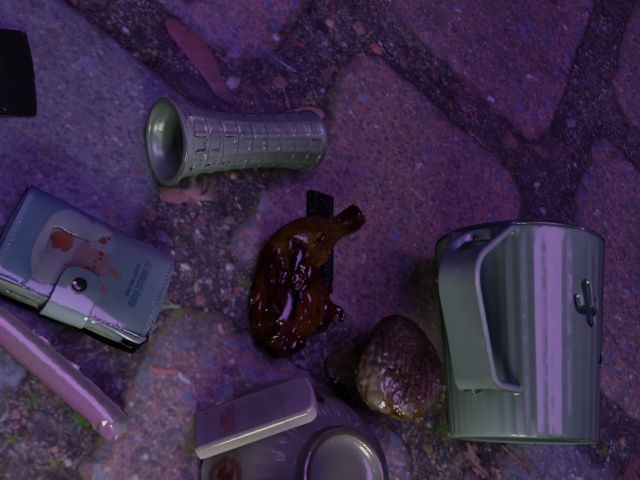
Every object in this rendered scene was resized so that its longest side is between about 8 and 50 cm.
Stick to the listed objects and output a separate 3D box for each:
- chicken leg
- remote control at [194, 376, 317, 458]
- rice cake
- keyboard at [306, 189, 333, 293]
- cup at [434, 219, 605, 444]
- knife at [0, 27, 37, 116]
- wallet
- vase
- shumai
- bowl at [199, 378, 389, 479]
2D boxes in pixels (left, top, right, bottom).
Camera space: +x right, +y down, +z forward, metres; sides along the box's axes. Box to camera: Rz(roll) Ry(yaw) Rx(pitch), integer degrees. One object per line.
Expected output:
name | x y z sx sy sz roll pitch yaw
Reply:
chicken leg | -0.019 0.055 1.319 0.178 0.083 0.322 23 65 -25
remote control | -0.097 0.263 1.140 0.190 0.087 0.029 -20 120 1
rice cake | -0.373 0.182 1.065 0.270 0.049 0.055 47 68 -12
keyboard | 0.000 0.000 1.403 0.060 0.018 0.195 14 65 -32
cup | 0.331 0.163 1.390 0.401 0.310 0.391 10 71 -23
knife | -0.494 -0.307 1.194 0.072 0.019 0.245 -7 79 -39
wallet | -0.349 0.045 1.121 0.251 0.075 0.176 29 53 -22
vase | -0.133 -0.170 1.308 0.299 0.143 0.143 -6 76 -37
shumai | 0.109 0.231 1.305 0.161 0.153 0.209 38 37 -22
bowl | -0.003 0.370 1.174 0.337 0.158 0.337 13 65 -30
